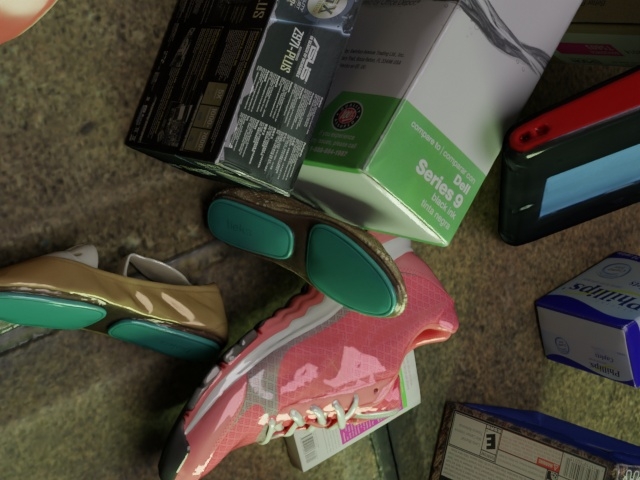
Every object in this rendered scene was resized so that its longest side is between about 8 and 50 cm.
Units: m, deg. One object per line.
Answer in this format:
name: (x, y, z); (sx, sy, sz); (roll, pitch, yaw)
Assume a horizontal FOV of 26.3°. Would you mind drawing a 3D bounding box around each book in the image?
book: (0.026, 0.142, 1.281); (0.144, 0.035, 0.096); (-26, 114, -29)

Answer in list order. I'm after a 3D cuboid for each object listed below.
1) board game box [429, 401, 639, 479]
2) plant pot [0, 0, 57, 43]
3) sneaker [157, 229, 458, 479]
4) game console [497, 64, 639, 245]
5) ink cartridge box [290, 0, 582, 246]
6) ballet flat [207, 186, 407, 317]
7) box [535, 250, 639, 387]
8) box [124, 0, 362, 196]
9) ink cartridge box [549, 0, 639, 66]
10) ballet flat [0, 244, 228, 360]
board game box: (0.215, 0.328, 1.329); (0.141, 0.232, 0.291); (11, 92, -37)
plant pot: (-0.280, -0.255, 0.857); (0.243, 0.275, 0.275); (29, 81, -45)
sneaker: (0.000, 0.116, 1.171); (0.136, 0.116, 0.314); (46, 67, 6)
game console: (0.319, -0.097, 1.202); (0.342, 0.386, 0.060); (-25, 77, 1)
ink cartridge box: (0.076, -0.158, 1.148); (0.121, 0.211, 0.289); (38, 76, -34)
ballet flat: (0.000, 0.000, 1.138); (0.067, 0.206, 0.073); (-25, 135, -48)
box: (0.318, 0.078, 1.423); (0.137, 0.126, 0.072); (-28, 115, -30)
box: (-0.062, -0.138, 1.093); (0.077, 0.147, 0.180); (23, 84, -36)
ink cartridge box: (0.304, -0.262, 1.282); (0.088, 0.234, 0.193); (30, 81, -35)
ballet flat: (-0.175, 0.042, 1.103); (0.232, 0.080, 0.073); (19, 59, -39)
